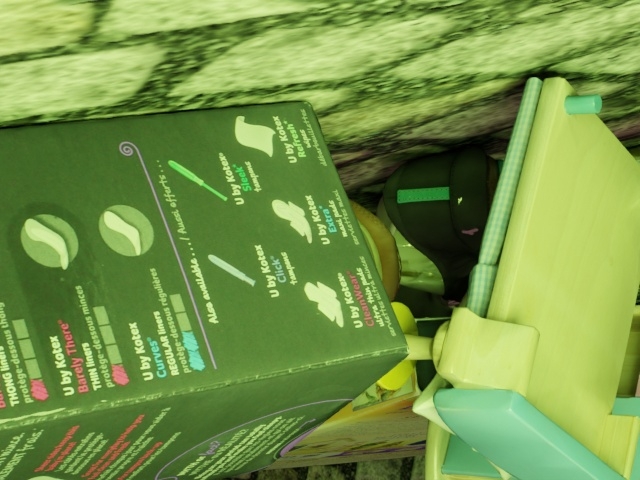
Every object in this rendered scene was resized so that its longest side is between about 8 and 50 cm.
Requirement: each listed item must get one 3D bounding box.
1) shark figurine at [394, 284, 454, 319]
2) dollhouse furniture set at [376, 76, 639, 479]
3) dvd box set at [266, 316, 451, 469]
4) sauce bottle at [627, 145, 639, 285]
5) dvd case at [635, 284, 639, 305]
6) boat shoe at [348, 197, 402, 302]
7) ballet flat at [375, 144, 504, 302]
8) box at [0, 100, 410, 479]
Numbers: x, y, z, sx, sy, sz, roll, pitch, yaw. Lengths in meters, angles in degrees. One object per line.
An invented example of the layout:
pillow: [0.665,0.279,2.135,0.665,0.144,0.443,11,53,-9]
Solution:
shark figurine: [0.125,0.007,1.541,0.116,0.166,0.278,-39,172,-35]
dollhouse furniture set: [0.113,0.005,0.984,0.198,0.286,0.303,0,156,37]
dvd box set: [0.084,0.131,1.394,0.308,0.062,0.420,-1,166,-31]
sauce bottle: [0.345,-0.046,1.279,0.344,0.111,0.111,-17,173,26]
dvd case: [0.215,0.063,1.387,0.165,0.018,0.221,-10,170,-1]
boat shoe: [-0.043,0.012,1.068,0.104,0.110,0.307,-8,-176,-39]
ballet flat: [0.088,-0.011,1.214,0.096,0.095,0.280,-3,165,6]
box: [-0.125,0.041,0.791,0.270,0.143,0.165,-8,157,-35]
